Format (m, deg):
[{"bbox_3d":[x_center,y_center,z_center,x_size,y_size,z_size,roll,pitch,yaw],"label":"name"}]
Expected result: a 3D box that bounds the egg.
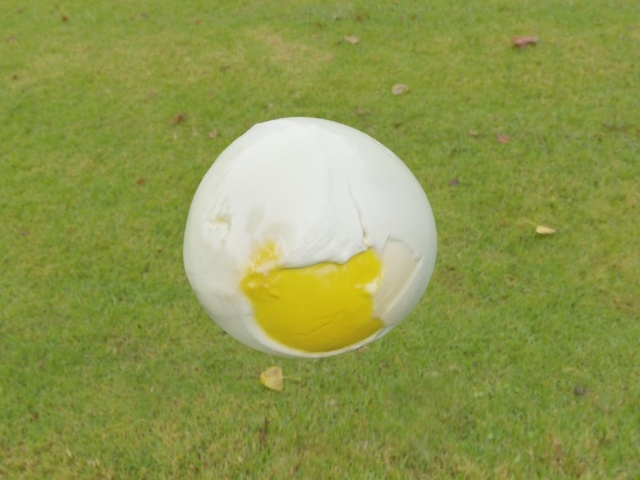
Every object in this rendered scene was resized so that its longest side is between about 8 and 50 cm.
[{"bbox_3d":[0.000,0.000,0.769,0.283,0.283,0.345,36,15,34],"label":"egg"}]
